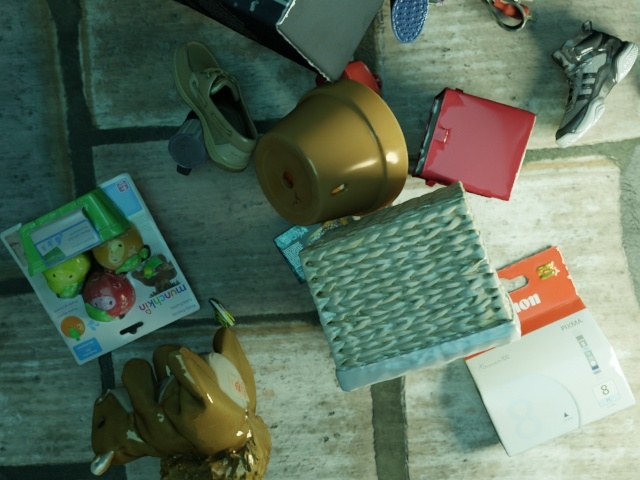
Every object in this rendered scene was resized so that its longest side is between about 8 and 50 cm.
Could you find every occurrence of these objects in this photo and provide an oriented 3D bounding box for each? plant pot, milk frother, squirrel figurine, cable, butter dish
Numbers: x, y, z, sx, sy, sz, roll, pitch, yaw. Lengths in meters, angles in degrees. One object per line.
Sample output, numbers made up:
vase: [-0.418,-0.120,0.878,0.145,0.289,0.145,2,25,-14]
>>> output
plant pot: [0.004,-0.161,1.373,0.203,0.291,0.291,-30,94,-34]
milk frother: [-0.245,-0.205,1.488,0.143,0.135,0.129,7,127,5]
squirrel figurine: [-0.318,0.431,1.487,0.370,0.281,0.397,-29,92,13]
cable: [0.354,-0.543,1.464,0.287,0.072,0.140,14,110,0]
butter dish: [0.082,-0.326,1.471,0.118,0.160,0.160,-31,94,-18]

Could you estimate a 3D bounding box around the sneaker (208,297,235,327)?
sneaker: [-0.237,0.172,1.574,0.035,0.031,0.083,-40,92,6]

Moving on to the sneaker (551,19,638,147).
sneaker: [0.551,-0.342,1.461,0.153,0.101,0.269,34,90,0]

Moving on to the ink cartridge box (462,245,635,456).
ink cartridge box: [0.482,0.249,1.521,0.308,0.091,0.385,-24,95,4]

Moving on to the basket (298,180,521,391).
basket: [0.162,0.074,1.262,0.331,0.328,0.267,-21,94,13]

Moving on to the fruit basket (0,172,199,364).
fruit basket: [-0.495,0.073,1.514,0.327,0.165,0.353,-24,97,4]

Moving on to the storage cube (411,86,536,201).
storage cube: [0.320,-0.202,1.439,0.193,0.183,0.215,17,96,0]

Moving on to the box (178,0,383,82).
box: [-0.080,-0.641,1.286,0.471,0.297,0.480,32,96,21]

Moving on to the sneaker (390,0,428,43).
sneaker: [0.185,-0.543,1.430,0.081,0.090,0.232,0,119,1]

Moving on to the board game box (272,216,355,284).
board game box: [0.000,0.000,1.551,0.186,0.026,0.126,-32,93,5]

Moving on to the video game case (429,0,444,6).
video game case: [0.182,-0.645,1.474,0.210,0.042,0.232,8,96,1]

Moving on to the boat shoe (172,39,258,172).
boat shoe: [-0.213,-0.309,1.434,0.110,0.121,0.341,-48,61,43]
